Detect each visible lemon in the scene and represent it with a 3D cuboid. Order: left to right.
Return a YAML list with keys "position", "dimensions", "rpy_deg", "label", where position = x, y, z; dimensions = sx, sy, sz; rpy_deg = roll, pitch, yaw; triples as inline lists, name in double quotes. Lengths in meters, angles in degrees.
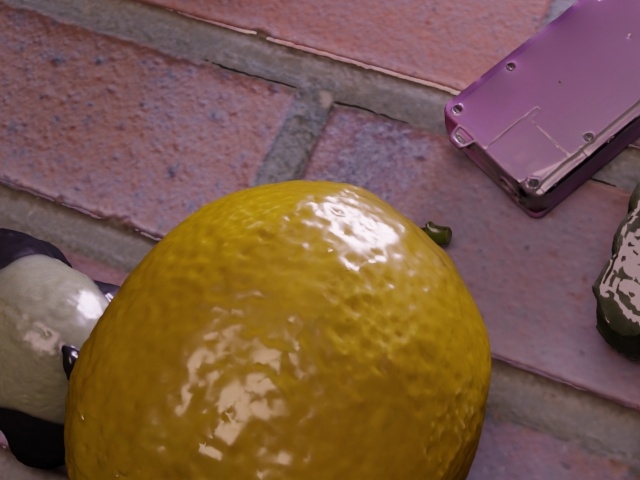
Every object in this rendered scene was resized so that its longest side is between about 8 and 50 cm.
- position: [-0.028, 0.103, 0.797]
  dimensions: [0.245, 0.245, 0.320]
  rpy_deg: [28, 59, 20]
  label: "lemon"

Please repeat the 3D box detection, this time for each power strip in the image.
- position: [0.222, -0.135, 0.979]
  dimensions: [0.279, 0.037, 0.109]
  rpy_deg: [-39, 66, -9]
  label: "power strip"

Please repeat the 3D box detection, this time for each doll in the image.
- position: [-0.225, 0.056, 0.918]
  dimensions: [0.234, 0.135, 0.144]
  rpy_deg: [29, 71, 24]
  label: "doll"

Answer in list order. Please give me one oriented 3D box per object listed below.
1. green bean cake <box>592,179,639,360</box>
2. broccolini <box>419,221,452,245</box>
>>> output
- position: [0.293, 0.013, 0.869]
  dimensions: [0.183, 0.094, 0.185]
  rpy_deg: [20, 70, 17]
  label: "green bean cake"
- position: [-0.002, -0.005, 0.959]
  dimensions: [0.194, 0.054, 0.052]
  rpy_deg: [-10, 46, 3]
  label: "broccolini"
